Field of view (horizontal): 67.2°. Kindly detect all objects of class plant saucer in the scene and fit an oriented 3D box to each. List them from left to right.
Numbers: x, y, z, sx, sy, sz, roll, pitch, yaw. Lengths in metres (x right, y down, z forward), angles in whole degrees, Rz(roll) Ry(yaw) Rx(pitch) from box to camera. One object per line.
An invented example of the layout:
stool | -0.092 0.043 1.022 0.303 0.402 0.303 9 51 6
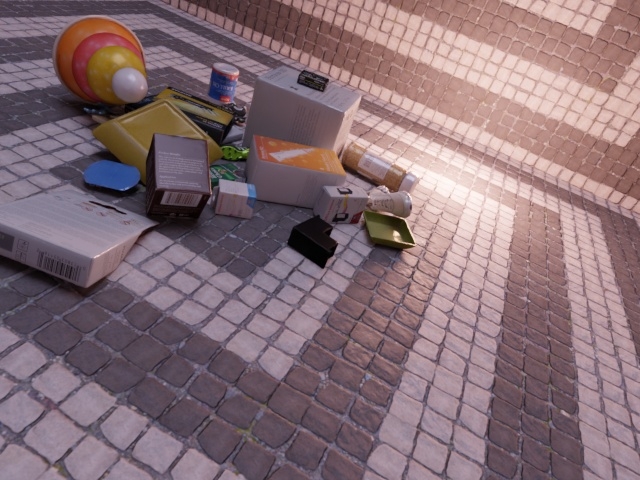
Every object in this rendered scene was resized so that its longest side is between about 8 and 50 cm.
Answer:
plant saucer | -0.559 -0.365 1.702 0.332 0.081 0.333 43 50 6
plant saucer | 0.254 -0.034 1.840 0.188 0.045 0.188 12 33 -14

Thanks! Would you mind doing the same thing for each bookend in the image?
bookend | 0.000 0.000 1.620 0.156 0.072 0.157 34 34 18

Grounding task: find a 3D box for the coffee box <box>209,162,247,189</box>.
coffee box | -0.377 -0.238 1.789 0.184 0.040 0.113 -14 46 -42

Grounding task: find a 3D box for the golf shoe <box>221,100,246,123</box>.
golf shoe | -0.441 -0.613 2.251 0.198 0.094 0.077 9 16 -26

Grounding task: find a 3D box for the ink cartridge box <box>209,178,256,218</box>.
ink cartridge box | -0.301 -0.144 1.644 0.143 0.092 0.090 9 33 -19

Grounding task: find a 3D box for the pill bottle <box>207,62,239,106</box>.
pill bottle | -0.467 -0.711 2.276 0.124 0.222 0.124 14 33 -9

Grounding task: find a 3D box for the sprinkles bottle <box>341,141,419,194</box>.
sprinkles bottle | 0.273 -0.324 2.214 0.355 0.121 0.121 30 33 15

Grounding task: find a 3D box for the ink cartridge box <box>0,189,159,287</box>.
ink cartridge box | -0.662 -0.025 1.305 0.308 0.091 0.385 21 15 0

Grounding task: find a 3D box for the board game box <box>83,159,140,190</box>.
board game box | -0.674 -0.201 1.562 0.168 0.033 0.133 13 42 -7

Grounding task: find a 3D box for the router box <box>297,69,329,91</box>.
router box | -0.029 -0.673 2.027 0.122 0.038 0.092 20 32 0

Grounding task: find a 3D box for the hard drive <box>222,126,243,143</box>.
hard drive | -0.504 -0.466 2.060 0.203 0.040 0.307 32 34 17

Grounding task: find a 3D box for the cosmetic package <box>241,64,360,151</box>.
cosmetic package | -0.081 -0.522 2.117 0.393 0.328 0.329 22 32 5

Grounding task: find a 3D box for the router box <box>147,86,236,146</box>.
router box | -0.528 -0.516 1.995 0.308 0.081 0.243 19 32 -8

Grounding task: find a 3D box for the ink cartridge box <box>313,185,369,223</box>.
ink cartridge box | 0.076 -0.132 1.809 0.175 0.128 0.072 -2 41 -31

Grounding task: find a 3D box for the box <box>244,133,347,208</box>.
box | -0.102 -0.258 1.857 0.345 0.168 0.215 7 35 -20

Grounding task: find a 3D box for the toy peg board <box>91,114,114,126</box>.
toy peg board | -0.745 -0.397 1.805 0.161 0.079 0.160 27 17 10

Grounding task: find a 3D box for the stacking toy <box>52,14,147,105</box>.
stacking toy | -0.765 -0.613 1.798 0.350 0.351 0.480 -8 35 -37

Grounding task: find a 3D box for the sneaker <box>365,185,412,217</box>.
sneaker | 0.261 -0.150 1.925 0.118 0.110 0.292 -7 15 -23

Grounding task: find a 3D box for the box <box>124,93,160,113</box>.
box | -0.700 -0.559 2.075 0.175 0.051 0.220 28 33 10

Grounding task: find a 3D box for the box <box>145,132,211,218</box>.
box | -0.446 -0.196 1.500 0.168 0.167 0.203 3 64 -27

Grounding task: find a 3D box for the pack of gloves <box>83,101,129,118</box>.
pack of gloves | -0.783 -0.503 1.867 0.194 0.046 0.232 10 15 -3

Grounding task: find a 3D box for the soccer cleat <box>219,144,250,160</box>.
soccer cleat | -0.343 -0.362 1.991 0.178 0.060 0.072 -2 15 -27
